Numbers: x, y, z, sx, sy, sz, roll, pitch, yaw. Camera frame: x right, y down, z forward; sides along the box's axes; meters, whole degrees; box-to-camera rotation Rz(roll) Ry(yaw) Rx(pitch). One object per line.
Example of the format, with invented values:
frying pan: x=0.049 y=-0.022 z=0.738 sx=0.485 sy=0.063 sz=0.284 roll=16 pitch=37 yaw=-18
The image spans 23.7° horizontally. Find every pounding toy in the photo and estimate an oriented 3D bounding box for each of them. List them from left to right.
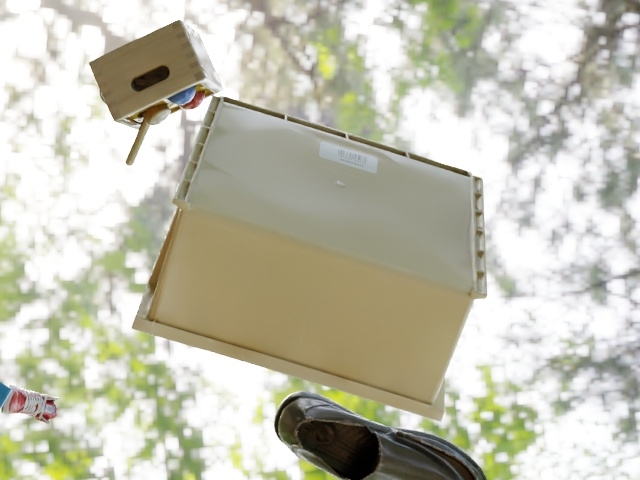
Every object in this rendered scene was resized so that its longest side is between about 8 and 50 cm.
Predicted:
pounding toy: x=-0.184 y=-0.159 z=1.668 sx=0.141 sy=0.130 sz=0.100 roll=-25 pitch=-94 yaw=6

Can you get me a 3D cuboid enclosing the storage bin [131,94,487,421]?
storage bin: x=0.000 y=0.000 z=1.312 sx=0.260 sy=0.262 sz=0.123 roll=-80 pitch=-172 yaw=-63

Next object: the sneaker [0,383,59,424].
sneaker: x=-0.400 y=0.228 z=2.106 sx=0.118 sy=0.067 sz=0.042 roll=63 pitch=45 yaw=-87

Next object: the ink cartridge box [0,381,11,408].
ink cartridge box: x=-0.435 y=0.216 z=1.545 sx=0.231 sy=0.134 sz=0.078 roll=-61 pitch=-164 yaw=-21

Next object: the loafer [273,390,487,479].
loafer: x=0.057 y=0.217 z=1.465 sx=0.078 sy=0.220 sz=0.080 roll=-101 pitch=-148 yaw=-82
